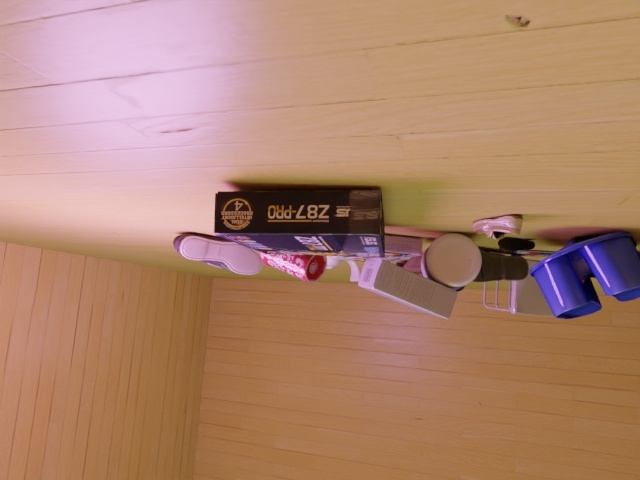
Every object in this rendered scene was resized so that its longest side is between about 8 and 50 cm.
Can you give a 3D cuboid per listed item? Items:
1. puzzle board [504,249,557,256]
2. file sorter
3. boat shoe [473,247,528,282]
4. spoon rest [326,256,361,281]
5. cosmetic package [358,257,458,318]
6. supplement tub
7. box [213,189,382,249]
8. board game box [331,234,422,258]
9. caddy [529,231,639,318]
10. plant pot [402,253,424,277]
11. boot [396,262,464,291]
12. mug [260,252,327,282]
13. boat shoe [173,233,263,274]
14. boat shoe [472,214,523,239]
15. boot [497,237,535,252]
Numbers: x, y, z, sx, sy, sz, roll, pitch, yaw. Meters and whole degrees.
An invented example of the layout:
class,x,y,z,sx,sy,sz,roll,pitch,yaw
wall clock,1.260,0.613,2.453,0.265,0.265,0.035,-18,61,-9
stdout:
class,x,y,z,sx,sy,sz,roll,pitch,yaw
puzzle board,0.662,0.042,1.495,0.128,0.011,0.096,4,171,-1
file sorter,0.769,0.179,1.766,0.277,0.193,0.173,7,174,-24
boat shoe,0.502,0.083,1.498,0.302,0.113,0.103,10,171,-17
spoon rest,0.062,0.084,1.886,0.137,0.084,0.276,-6,154,43
cosmetic package,0.228,0.126,1.244,0.231,0.086,0.117,22,174,-15
supplement tub,0.358,0.064,1.317,0.144,0.145,0.200,3,171,7
box,-0.017,-0.027,1.051,0.318,0.097,0.395,-1,172,8
board game box,0.164,0.028,1.473,0.192,0.053,0.305,6,171,-12
caddy,0.678,0.077,1.192,0.241,0.179,0.341,-30,154,30
plant pot,0.396,0.108,1.721,0.237,0.110,0.237,4,171,1
boot,0.437,0.137,1.912,0.222,0.118,0.338,10,166,-9
mug,-0.081,0.042,1.319,0.169,0.113,0.150,24,173,36
boat shoe,-0.353,0.039,1.652,0.335,0.112,0.095,19,-179,-41
boat shoe,0.388,-0.025,1.049,0.050,0.045,0.135,7,171,-20
boot,0.520,0.016,1.316,0.106,0.037,0.114,7,176,-6
